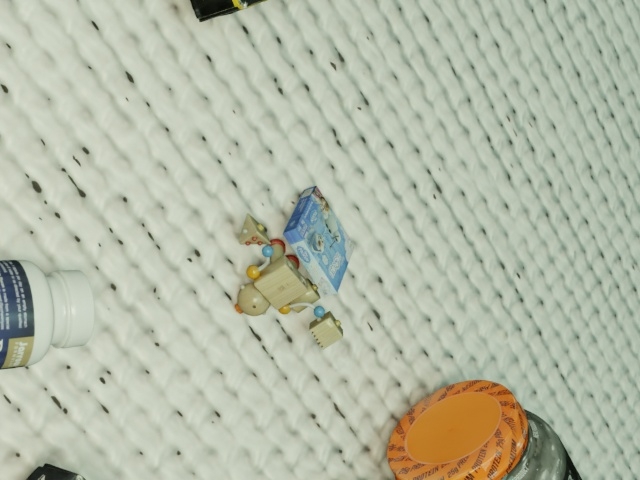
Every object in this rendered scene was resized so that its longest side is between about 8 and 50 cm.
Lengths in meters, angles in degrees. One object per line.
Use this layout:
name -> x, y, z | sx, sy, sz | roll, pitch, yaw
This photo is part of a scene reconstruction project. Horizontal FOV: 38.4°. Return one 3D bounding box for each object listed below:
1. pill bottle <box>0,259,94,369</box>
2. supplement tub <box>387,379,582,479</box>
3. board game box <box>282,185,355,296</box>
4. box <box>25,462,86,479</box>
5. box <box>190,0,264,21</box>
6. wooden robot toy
pill bottle -> -0.284, 0.064, 0.779 | 0.169, 0.094, 0.094 | -3, 94, -36
supplement tub -> 0.226, 0.343, 1.091 | 0.207, 0.207, 0.338 | -44, 116, -27
board game box -> 0.000, 0.000, 1.004 | 0.090, 0.020, 0.090 | 58, 30, -24
box -> -0.200, 0.440, 0.785 | 0.318, 0.097, 0.395 | -50, 115, -29
box -> -0.035, -0.390, 0.929 | 0.322, 0.079, 0.257 | -33, 112, -40
wooden robot toy -> -0.053, 0.054, 0.981 | 0.079, 0.076, 0.173 | -35, 116, 8
